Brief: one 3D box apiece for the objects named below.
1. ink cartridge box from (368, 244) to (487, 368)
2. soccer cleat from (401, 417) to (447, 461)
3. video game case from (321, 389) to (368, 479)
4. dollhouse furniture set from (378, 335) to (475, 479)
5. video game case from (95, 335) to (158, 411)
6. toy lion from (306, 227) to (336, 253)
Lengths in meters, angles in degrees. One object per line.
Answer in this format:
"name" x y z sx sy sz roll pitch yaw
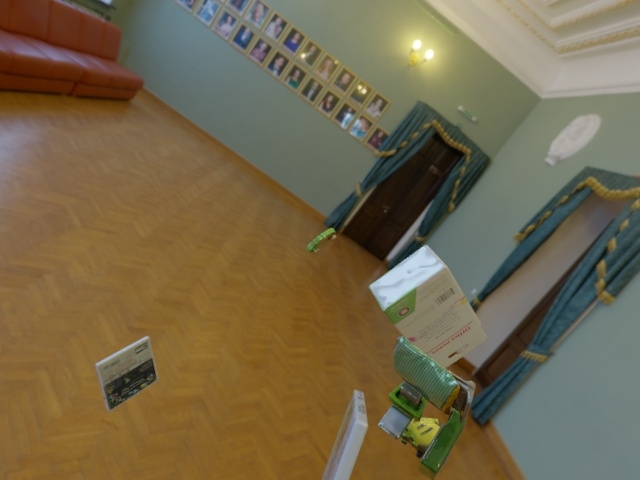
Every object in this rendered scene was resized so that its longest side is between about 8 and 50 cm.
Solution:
"ink cartridge box" 0.316 0.209 1.305 0.353 0.207 0.119 52 4 -33
"soccer cleat" 0.302 0.570 1.366 0.093 0.121 0.289 1 -43 52
"video game case" 0.034 0.404 0.819 0.026 0.227 0.206 20 -3 5
"dollhouse furniture set" 0.219 0.387 1.037 0.197 0.151 0.301 30 -29 29
"video game case" -0.629 0.433 1.489 0.022 0.173 0.190 7 21 32
"toy lion" 0.000 0.000 1.256 0.034 0.100 0.096 54 13 7
